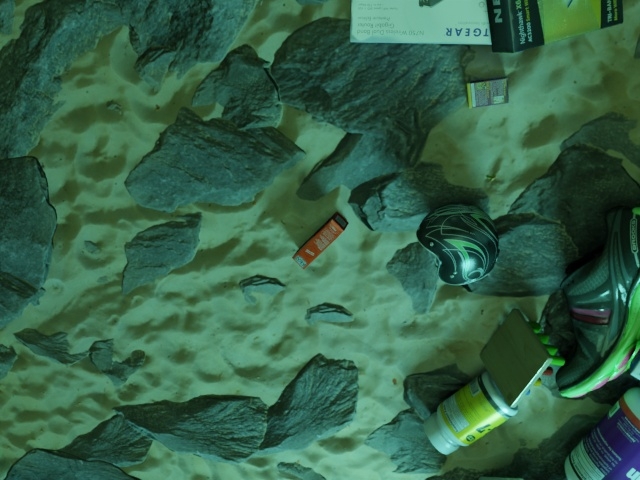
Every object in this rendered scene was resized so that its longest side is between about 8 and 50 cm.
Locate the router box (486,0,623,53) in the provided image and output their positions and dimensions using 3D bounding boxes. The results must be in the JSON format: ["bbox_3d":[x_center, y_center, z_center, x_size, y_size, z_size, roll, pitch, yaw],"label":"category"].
[{"bbox_3d":[0.422,-0.527,1.151,0.243,0.081,0.309,-18,111,-10],"label":"router box"}]

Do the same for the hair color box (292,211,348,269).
[{"bbox_3d":[0.000,0.000,1.487,0.043,0.072,0.141,44,110,-4],"label":"hair color box"}]

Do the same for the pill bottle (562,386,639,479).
[{"bbox_3d":[0.690,0.504,1.431,0.181,0.181,0.323,31,111,2],"label":"pill bottle"}]

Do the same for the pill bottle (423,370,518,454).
[{"bbox_3d":[0.359,0.419,1.513,0.119,0.119,0.208,46,111,-4],"label":"pill bottle"}]

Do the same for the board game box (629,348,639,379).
[{"bbox_3d":[0.814,0.207,1.188,0.302,0.086,0.308,31,108,20],"label":"board game box"}]

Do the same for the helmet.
[{"bbox_3d":[0.301,-0.003,1.371,0.169,0.169,0.161,-13,120,16],"label":"helmet"}]

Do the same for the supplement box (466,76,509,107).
[{"bbox_3d":[0.353,-0.313,1.323,0.083,0.043,0.055,-4,106,15],"label":"supplement box"}]

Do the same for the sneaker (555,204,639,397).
[{"bbox_3d":[0.622,0.136,1.359,0.202,0.185,0.482,39,128,40],"label":"sneaker"}]

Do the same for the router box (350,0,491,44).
[{"bbox_3d":[0.233,-0.550,1.255,0.335,0.082,0.301,4,108,11],"label":"router box"}]

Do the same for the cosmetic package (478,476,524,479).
[{"bbox_3d":[0.546,0.746,1.506,0.385,0.156,0.217,40,156,-2],"label":"cosmetic package"}]

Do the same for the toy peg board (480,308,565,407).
[{"bbox_3d":[0.467,0.271,1.433,0.079,0.161,0.160,11,122,-23],"label":"toy peg board"}]
